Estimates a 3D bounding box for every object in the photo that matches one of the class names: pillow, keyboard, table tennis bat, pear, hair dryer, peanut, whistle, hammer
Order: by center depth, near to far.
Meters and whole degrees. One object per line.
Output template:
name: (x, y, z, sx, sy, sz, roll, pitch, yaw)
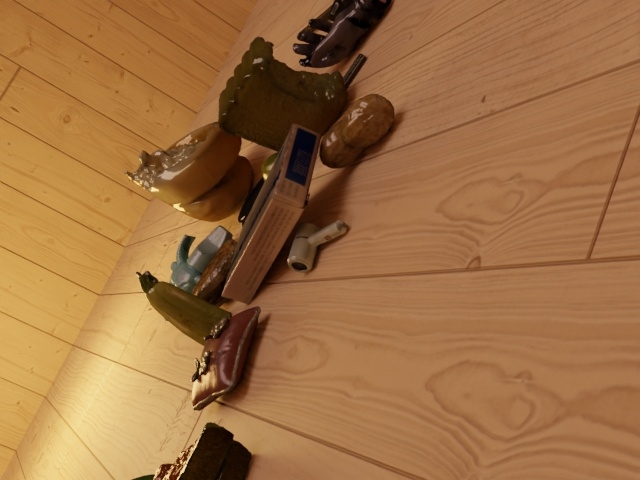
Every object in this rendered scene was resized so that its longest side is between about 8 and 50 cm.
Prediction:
hair dryer: (0.000, 0.000, 1.310, 0.137, 0.047, 0.082, -26, 39, 45)
peanut: (0.062, -0.195, 1.370, 0.193, 0.089, 0.089, -43, 26, 49)
pillow: (-0.186, 0.218, 1.392, 0.171, 0.075, 0.179, -36, 32, 46)
pear: (-0.089, -0.159, 1.673, 0.097, 0.092, 0.092, -55, 21, 14)
keyboard: (0.061, -0.374, 1.715, 0.129, 0.015, 0.049, -55, 20, 13)
table tennis bat: (-0.162, -0.091, 1.809, 0.150, 0.027, 0.236, -50, 16, 24)
whistle: (-0.310, 0.086, 1.855, 0.186, 0.093, 0.274, 34, 91, 44)
hammer: (0.005, -0.657, 2.219, 0.111, 0.043, 0.365, -65, 19, -11)

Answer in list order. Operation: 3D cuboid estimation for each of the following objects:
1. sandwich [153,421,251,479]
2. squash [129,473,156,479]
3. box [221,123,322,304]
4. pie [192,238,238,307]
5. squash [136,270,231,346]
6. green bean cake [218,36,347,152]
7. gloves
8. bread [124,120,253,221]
sandwich: (-0.195, 0.381, 1.156, 0.185, 0.109, 0.160, -61, 19, -20)
squash: (-0.349, 0.498, 1.347, 0.395, 0.107, 0.107, -40, 28, 44)
box: (-0.099, -0.044, 1.461, 0.343, 0.065, 0.200, 123, 164, -48)
pie: (-0.228, 0.080, 1.675, 0.193, 0.079, 0.163, -46, 24, 35)
squash: (-0.296, 0.134, 1.567, 0.094, 0.224, 0.094, -47, 18, 20)
green bean cake: (-0.086, -0.320, 1.648, 0.233, 0.236, 0.124, -46, 37, 38)
gloves: (0.047, -0.503, 1.791, 0.285, 0.119, 0.142, -25, 26, 36)
bread: (-0.350, -0.167, 2.036, 0.328, 0.245, 0.424, -24, 17, -15)
